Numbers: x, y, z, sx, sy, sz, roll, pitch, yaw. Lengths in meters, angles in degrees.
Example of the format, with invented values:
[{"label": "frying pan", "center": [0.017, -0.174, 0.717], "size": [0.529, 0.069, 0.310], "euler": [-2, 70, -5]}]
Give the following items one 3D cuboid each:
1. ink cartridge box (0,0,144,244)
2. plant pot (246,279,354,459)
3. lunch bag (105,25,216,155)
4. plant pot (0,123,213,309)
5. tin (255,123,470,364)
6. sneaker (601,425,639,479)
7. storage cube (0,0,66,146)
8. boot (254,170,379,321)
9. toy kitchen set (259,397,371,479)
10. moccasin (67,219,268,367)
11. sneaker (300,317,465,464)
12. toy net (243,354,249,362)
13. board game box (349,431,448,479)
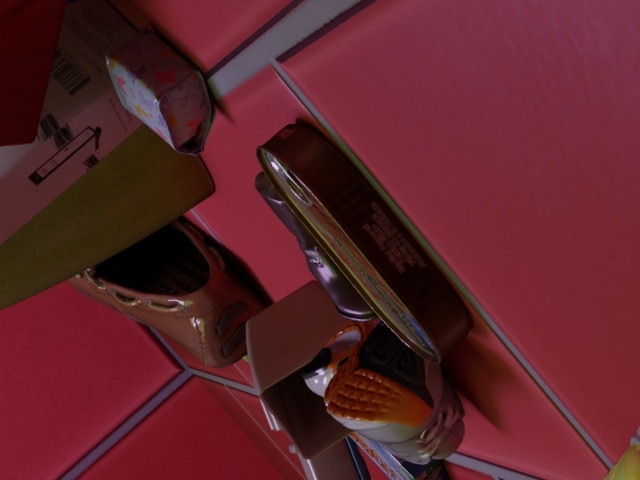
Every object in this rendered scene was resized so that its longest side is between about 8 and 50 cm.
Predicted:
[{"label": "ink cartridge box", "center": [-0.244, -0.115, 1.532], "size": [0.148, 0.203, 0.086], "euler": [45, 170, 24]}, {"label": "plant pot", "center": [-0.005, 0.101, 1.629], "size": [0.096, 0.109, 0.109], "euler": [56, 179, 45]}, {"label": "lunch bag", "center": [-0.118, -0.110, 1.445], "size": [0.071, 0.053, 0.083], "euler": [40, 158, 32]}, {"label": "plant pot", "center": [-0.297, -0.052, 1.745], "size": [0.275, 0.293, 0.275], "euler": [47, 170, 11]}, {"label": "tin", "center": [0.029, 0.001, 1.266], "size": [0.190, 0.040, 0.106], "euler": [51, 166, -11]}, {"label": "sneaker", "center": [0.177, 0.170, 1.085], "size": [0.081, 0.094, 0.208], "euler": [48, 169, 15]}, {"label": "storage cube", "center": [-0.308, -0.184, 1.369], "size": [0.215, 0.183, 0.193], "euler": [43, 129, 36]}, {"label": "boot", "center": [0.000, 0.000, 1.408], "size": [0.106, 0.037, 0.114], "euler": [32, 157, 53]}, {"label": "toy kitchen set", "center": [0.031, 0.242, 2.082], "size": [0.166, 0.122, 0.207], "euler": [141, 108, -81]}, {"label": "moccasin", "center": [-0.211, 0.013, 2.087], "size": [0.380, 0.139, 0.147], "euler": [38, 165, 48]}, {"label": "sneaker", "center": [0.069, 0.119, 1.426], "size": [0.121, 0.099, 0.262], "euler": [42, 179, -8]}, {"label": "toy net", "center": [-0.035, 0.175, 2.233], "size": [0.232, 0.045, 0.122], "euler": [51, 169, -21]}, {"label": "board game box", "center": [0.049, 0.180, 1.886], "size": [0.201, 0.035, 0.136], "euler": [44, 169, 28]}]
